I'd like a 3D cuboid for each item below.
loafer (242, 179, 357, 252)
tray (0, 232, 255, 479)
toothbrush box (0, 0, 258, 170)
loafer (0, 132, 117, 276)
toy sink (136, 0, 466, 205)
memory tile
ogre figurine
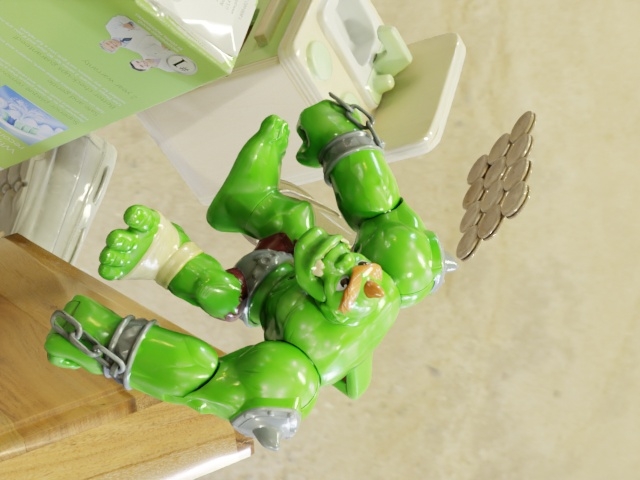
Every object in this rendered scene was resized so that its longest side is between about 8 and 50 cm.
[{"bbox_3d":[0.000,0.000,0.963,0.148,0.050,0.056,29,87,-41],"label":"loafer"},{"bbox_3d":[-0.236,0.089,0.936,0.203,0.411,0.076,-18,109,-28],"label":"tray"},{"bbox_3d":[-0.149,-0.170,0.765,0.122,0.283,0.206,35,59,-30],"label":"toothbrush box"},{"bbox_3d":[-0.273,0.038,1.277,0.111,0.112,0.319,20,82,-35],"label":"loafer"},{"bbox_3d":[-0.017,-0.145,1.124,0.131,0.234,0.152,56,37,-34],"label":"toy sink"},{"bbox_3d":[0.172,-0.053,1.285,0.012,0.113,0.148,30,42,-15],"label":"memory tile"},{"bbox_3d":[-0.018,0.016,0.618,0.118,0.097,0.197,37,38,17],"label":"ogre figurine"}]
